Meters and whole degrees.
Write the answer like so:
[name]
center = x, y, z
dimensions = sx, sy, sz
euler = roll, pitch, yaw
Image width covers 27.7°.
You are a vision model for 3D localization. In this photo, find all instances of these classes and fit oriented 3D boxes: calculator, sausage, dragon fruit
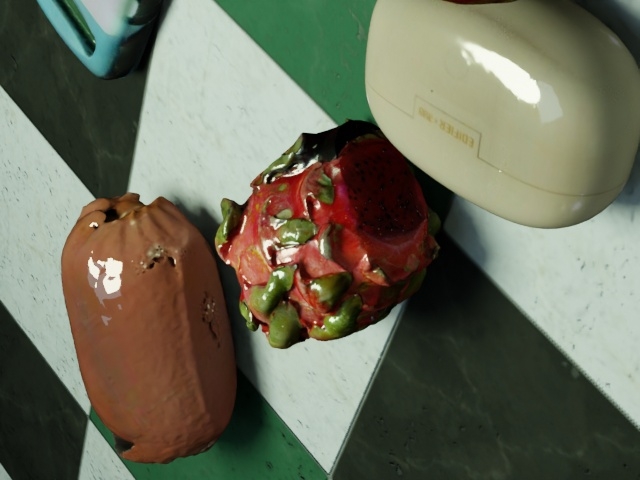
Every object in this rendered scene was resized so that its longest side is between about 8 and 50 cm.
[calculator]
center = -0.193, -0.270, 1.140
dimensions = 0.173, 0.051, 0.293
euler = 53, 144, 15
[sausage]
center = -0.161, 0.090, 1.237
dimensions = 0.152, 0.152, 0.280
euler = 23, 128, 45
[dragon fruit]
center = 0.000, 0.000, 0.967
dimensions = 0.160, 0.167, 0.172
euler = 33, 139, -22

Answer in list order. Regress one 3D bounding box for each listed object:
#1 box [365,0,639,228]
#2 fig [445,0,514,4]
[box]
center = 0.110, -0.093, 0.809
dimensions = 0.200, 0.088, 0.146
euler = 37, 138, 37
[fig]
center = 0.078, -0.228, 0.722
dimensions = 0.207, 0.175, 0.175
euler = 44, 143, 52
